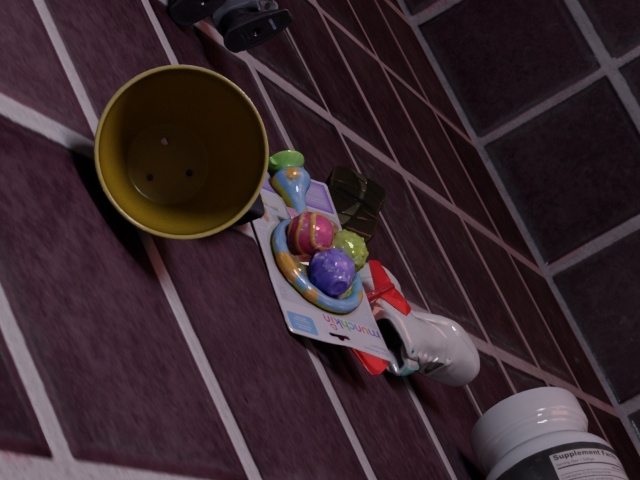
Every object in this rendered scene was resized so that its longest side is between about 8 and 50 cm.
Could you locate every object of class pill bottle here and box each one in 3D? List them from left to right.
[{"bbox_3d":[0.269,0.307,1.944,0.162,0.162,0.278,44,19,-51],"label":"pill bottle"}]

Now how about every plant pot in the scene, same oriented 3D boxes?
[{"bbox_3d":[-0.115,-0.064,1.411,0.134,0.134,0.095,59,-13,-3],"label":"plant pot"}]

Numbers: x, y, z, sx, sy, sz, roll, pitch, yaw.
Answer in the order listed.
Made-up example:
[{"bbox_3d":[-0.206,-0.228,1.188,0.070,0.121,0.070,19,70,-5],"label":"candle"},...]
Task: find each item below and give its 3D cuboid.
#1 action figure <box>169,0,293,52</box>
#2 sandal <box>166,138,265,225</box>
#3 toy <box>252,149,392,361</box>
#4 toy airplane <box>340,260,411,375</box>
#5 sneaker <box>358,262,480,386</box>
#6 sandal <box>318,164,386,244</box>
[{"bbox_3d":[-0.121,-0.316,1.998,0.185,0.099,0.285,44,16,-37],"label":"action figure"},{"bbox_3d":[-0.100,-0.052,1.598,0.254,0.054,0.097,49,20,-76],"label":"sandal"},{"bbox_3d":[0.000,0.000,1.756,0.137,0.056,0.237,18,35,-39],"label":"toy"},{"bbox_3d":[0.039,0.064,1.806,0.151,0.028,0.151,28,39,-25],"label":"toy airplane"},{"bbox_3d":[0.096,0.116,1.927,0.212,0.080,0.094,38,30,-34],"label":"sneaker"},{"bbox_3d":[0.014,-0.024,1.924,0.090,0.060,0.219,32,21,-1],"label":"sandal"}]
